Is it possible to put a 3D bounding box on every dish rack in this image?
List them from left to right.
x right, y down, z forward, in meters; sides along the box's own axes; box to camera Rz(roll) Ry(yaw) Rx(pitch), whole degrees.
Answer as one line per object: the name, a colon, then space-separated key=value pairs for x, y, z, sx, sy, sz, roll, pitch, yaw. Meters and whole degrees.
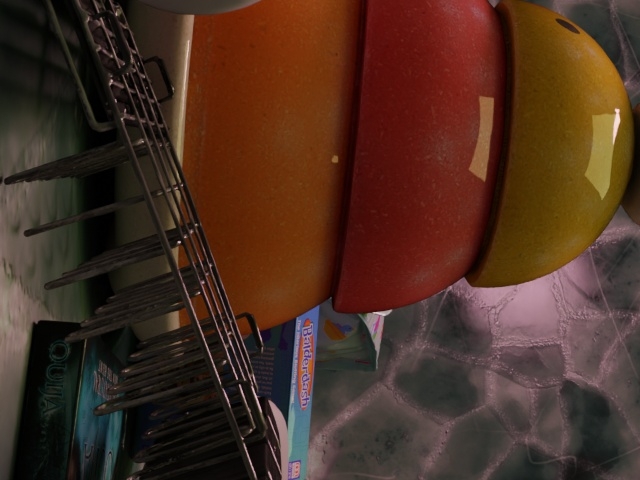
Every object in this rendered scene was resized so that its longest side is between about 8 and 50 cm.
dish rack: x=-0.082 y=0.011 z=0.478 sx=0.208 sy=0.074 sz=0.271 roll=-137 pitch=-152 yaw=-84

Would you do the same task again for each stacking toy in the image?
stacking toy: x=0.101 y=-0.075 z=0.752 sx=0.350 sy=0.480 sz=0.350 roll=-176 pitch=-90 yaw=-86

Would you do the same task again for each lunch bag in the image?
lunch bag: x=0.000 y=0.000 z=1.084 sx=0.262 sy=0.160 sz=0.223 roll=81 pitch=11 yaw=-64

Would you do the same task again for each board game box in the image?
board game box: x=-0.132 y=0.120 z=0.555 sx=0.186 sy=0.026 sz=0.126 roll=107 pitch=-13 yaw=-76
board game box: x=-0.084 y=0.101 z=0.915 sx=0.047 sy=0.160 sz=0.210 roll=12 pitch=82 yaw=-64

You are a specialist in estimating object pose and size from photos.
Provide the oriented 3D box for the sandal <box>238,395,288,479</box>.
sandal: x=-0.123 y=0.294 z=0.665 sx=0.169 sy=0.102 sz=0.416 roll=63 pitch=41 yaw=-67

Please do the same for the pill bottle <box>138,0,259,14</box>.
pill bottle: x=-0.055 y=-0.208 z=0.516 sx=0.221 sy=0.121 sz=0.121 roll=-90 pitch=-174 yaw=-57
